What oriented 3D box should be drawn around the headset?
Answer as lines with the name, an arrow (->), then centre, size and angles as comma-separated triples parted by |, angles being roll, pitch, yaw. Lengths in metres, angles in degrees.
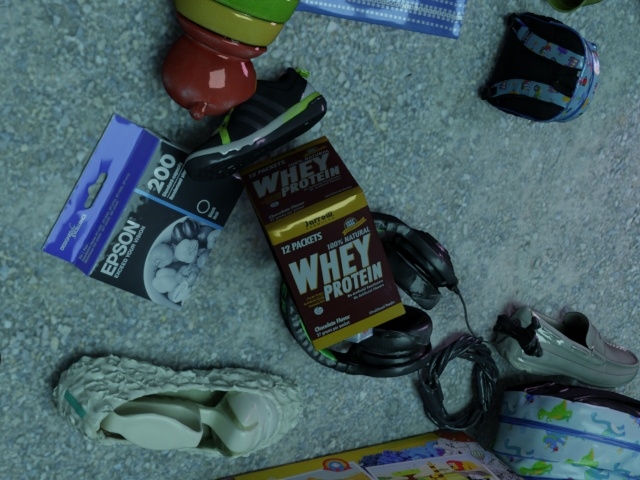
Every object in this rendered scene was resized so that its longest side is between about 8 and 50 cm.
headset -> 0.137, 0.103, 1.671 | 0.394, 0.185, 0.243 | 13, 103, -24

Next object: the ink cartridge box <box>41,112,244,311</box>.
ink cartridge box -> -0.227, -0.033, 1.471 | 0.208, 0.045, 0.206 | 25, 96, -35

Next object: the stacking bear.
stacking bear -> -0.105, -0.289, 1.375 | 0.164, 0.175, 0.289 | 12, 111, -33

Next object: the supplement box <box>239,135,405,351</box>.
supplement box -> 0.000, 0.000, 1.466 | 0.129, 0.191, 0.194 | -23, 121, -4

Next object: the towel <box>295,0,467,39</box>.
towel -> 0.108, -0.438, 1.441 | 0.243, 0.040, 0.336 | 8, 114, -10

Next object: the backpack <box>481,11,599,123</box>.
backpack -> 0.346, -0.247, 1.660 | 0.117, 0.173, 0.158 | 11, 103, -35

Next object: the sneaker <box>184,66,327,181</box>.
sneaker -> -0.098, -0.158, 1.471 | 0.234, 0.084, 0.097 | -31, 84, -33

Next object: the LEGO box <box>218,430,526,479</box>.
LEGO box -> 0.109, 0.492, 1.703 | 0.500, 0.372, 0.193 | -6, 113, -31

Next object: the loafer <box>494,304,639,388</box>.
loafer -> 0.448, 0.183, 1.948 | 0.319, 0.112, 0.111 | 13, 111, -35

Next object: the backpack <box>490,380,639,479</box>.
backpack -> 0.464, 0.360, 1.933 | 0.355, 0.290, 0.273 | 35, 76, -31

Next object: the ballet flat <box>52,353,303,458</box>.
ballet flat -> -0.177, 0.255, 1.572 | 0.409, 0.147, 0.147 | 11, 104, -36

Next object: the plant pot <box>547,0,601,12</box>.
plant pot -> 0.398, -0.388, 1.699 | 0.079, 0.083, 0.083 | -9, 115, -42

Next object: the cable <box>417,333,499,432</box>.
cable -> 0.237, 0.243, 1.888 | 0.150, 0.047, 0.184 | -39, 123, -18

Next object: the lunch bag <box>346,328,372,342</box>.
lunch bag -> 0.031, 0.100, 1.585 | 0.053, 0.083, 0.071 | -22, 114, -56
